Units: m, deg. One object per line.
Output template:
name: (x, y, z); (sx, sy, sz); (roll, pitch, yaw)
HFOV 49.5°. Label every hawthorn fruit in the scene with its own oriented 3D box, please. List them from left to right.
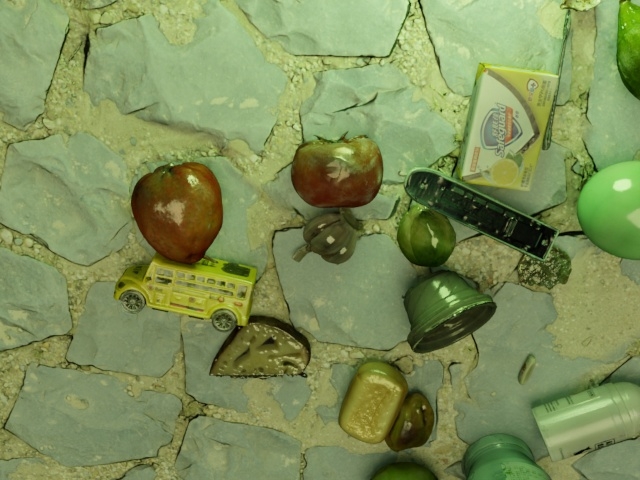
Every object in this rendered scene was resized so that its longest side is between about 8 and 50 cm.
hawthorn fruit: (-0.314, -0.047, 1.600); (0.211, 0.210, 0.262); (-17, 108, 8)

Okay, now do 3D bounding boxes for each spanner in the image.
spanner: (0.519, -0.349, 1.527); (0.018, 0.071, 0.301); (8, 113, 13)

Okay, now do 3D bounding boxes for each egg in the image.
egg: (0.709, -0.066, 1.538); (0.270, 0.220, 0.220); (3, 110, -6)

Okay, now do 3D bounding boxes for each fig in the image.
fig: (0.235, 0.704, 1.809); (0.233, 0.314, 0.233); (1, 85, -10)
fig: (0.700, -0.413, 1.466); (0.203, 0.203, 0.235); (-47, 62, 16)

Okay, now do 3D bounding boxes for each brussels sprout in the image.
brussels sprout: (0.249, -0.010, 1.631); (0.118, 0.155, 0.155); (0, 115, -36)

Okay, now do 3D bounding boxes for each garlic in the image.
garlic: (0.000, 0.000, 1.654); (0.194, 0.127, 0.131); (-26, 112, 28)

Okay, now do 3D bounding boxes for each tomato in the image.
tomato: (0.036, -0.158, 1.549); (0.214, 0.155, 0.180); (-7, 93, 3)

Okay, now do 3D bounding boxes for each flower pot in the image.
flower pot: (0.289, 0.161, 1.659); (0.235, 0.235, 0.140); (-37, 63, 14)

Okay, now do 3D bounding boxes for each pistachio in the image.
pistachio: (0.240, 0.493, 1.826); (0.110, 0.100, 0.189); (21, 109, -8)

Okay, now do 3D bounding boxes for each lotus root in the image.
lotus root: (-0.153, 0.277, 1.780); (0.261, 0.074, 0.170); (4, 110, 3)

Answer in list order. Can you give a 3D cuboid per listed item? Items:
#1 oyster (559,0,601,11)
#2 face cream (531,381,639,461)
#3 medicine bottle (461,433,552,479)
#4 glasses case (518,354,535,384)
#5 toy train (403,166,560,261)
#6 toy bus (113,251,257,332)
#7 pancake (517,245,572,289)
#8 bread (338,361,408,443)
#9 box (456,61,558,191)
oyster: (0.547, -0.511, 1.474); (0.093, 0.034, 0.051); (0, 72, -9)
face cream: (0.738, 0.437, 1.759); (0.370, 0.145, 0.145); (-22, 108, 11)
medicine bottle: (0.480, 0.661, 1.778); (0.245, 0.290, 0.244); (0, 111, 1)
glasses case: (0.533, 0.335, 1.791); (0.021, 0.032, 0.083); (16, 110, -8)
toy train: (0.352, -0.069, 1.581); (0.407, 0.088, 0.086); (24, 95, -19)
toy bus: (-0.325, 0.109, 1.689); (0.330, 0.144, 0.152); (12, 108, -4)
pancake: (0.550, 0.065, 1.697); (0.130, 0.022, 0.116); (8, 108, 0)
bread: (0.137, 0.416, 1.802); (0.147, 0.098, 0.217); (26, 111, 6)
box: (0.411, -0.252, 1.548); (0.169, 0.097, 0.265); (9, 110, -1)
